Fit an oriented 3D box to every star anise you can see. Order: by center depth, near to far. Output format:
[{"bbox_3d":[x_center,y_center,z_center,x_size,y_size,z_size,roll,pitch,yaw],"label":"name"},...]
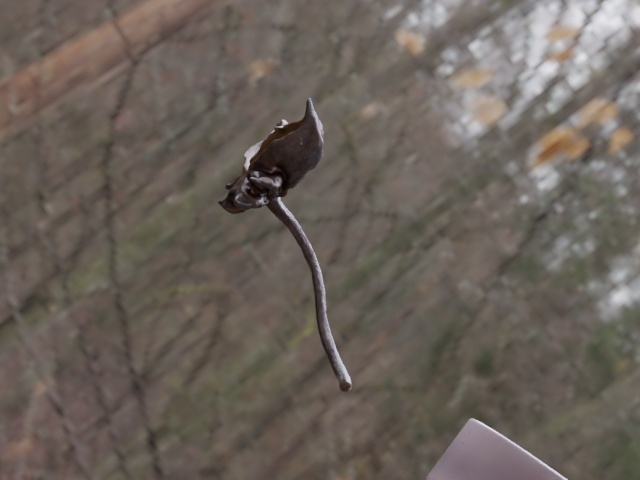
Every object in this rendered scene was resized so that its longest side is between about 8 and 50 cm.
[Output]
[{"bbox_3d":[0.000,0.000,1.704,0.148,0.218,0.227,-33,-77,37],"label":"star anise"}]

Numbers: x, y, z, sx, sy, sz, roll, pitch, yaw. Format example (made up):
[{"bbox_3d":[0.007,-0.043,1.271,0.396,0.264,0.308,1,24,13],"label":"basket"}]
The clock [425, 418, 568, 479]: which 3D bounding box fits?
[{"bbox_3d":[0.185,0.232,1.465,0.197,0.068,0.197,36,-5,3],"label":"clock"}]
